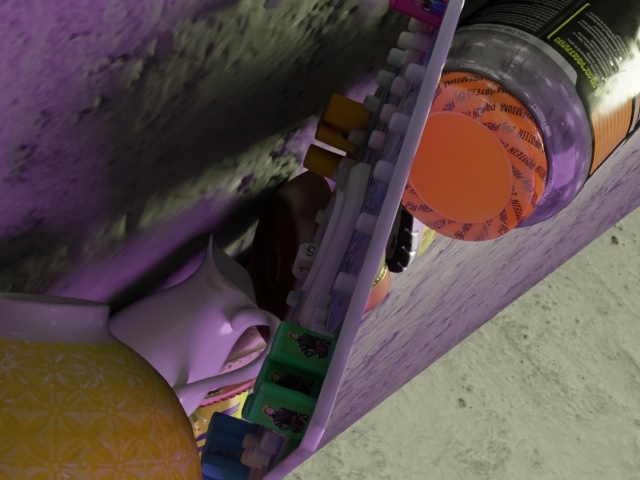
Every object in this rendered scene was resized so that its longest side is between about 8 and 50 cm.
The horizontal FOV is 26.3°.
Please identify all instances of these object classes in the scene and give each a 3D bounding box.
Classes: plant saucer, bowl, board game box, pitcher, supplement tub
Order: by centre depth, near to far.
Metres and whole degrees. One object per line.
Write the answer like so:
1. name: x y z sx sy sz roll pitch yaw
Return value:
1. bowl: -0.226 0.121 1.047 0.289 0.289 0.156 6 90 -72
2. board game box: 0.000 0.000 1.067 0.390 0.050 0.390 123 -13 -70
3. supplement tub: 0.198 -0.136 1.290 0.316 0.193 0.193 -40 170 -46
4. pitcher: -0.137 0.116 1.321 0.207 0.178 0.125 -42 127 -1
5. plant saucer: -0.033 0.027 1.359 0.036 0.198 0.198 6 144 -22

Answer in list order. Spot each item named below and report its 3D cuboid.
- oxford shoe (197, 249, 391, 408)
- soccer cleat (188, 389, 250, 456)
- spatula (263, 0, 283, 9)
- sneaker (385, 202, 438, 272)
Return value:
1. oxford shoe: -0.075 0.064 1.510 0.348 0.123 0.130 -32 138 -26
2. soccer cleat: -0.198 0.252 1.742 0.289 0.093 0.121 -47 158 23
3. spatula: 0.073 -0.238 0.959 0.242 0.019 0.168 -37 -163 -14
4. sneaker: 0.120 -0.064 1.590 0.094 0.081 0.208 -28 148 -43
